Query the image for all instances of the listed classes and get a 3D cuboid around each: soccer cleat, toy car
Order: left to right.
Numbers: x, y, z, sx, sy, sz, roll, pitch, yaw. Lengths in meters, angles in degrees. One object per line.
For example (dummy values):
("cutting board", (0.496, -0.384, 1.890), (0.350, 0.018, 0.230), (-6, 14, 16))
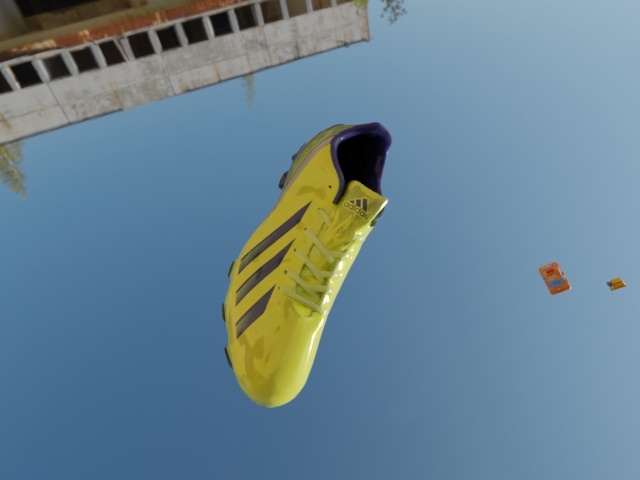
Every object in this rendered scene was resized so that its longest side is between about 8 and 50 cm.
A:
("soccer cleat", (-0.001, -0.001, 0.374), (0.121, 0.093, 0.289), (-15, -134, 40))
("toy car", (0.429, 0.054, 0.690), (0.122, 0.041, 0.060), (-12, -122, 35))
